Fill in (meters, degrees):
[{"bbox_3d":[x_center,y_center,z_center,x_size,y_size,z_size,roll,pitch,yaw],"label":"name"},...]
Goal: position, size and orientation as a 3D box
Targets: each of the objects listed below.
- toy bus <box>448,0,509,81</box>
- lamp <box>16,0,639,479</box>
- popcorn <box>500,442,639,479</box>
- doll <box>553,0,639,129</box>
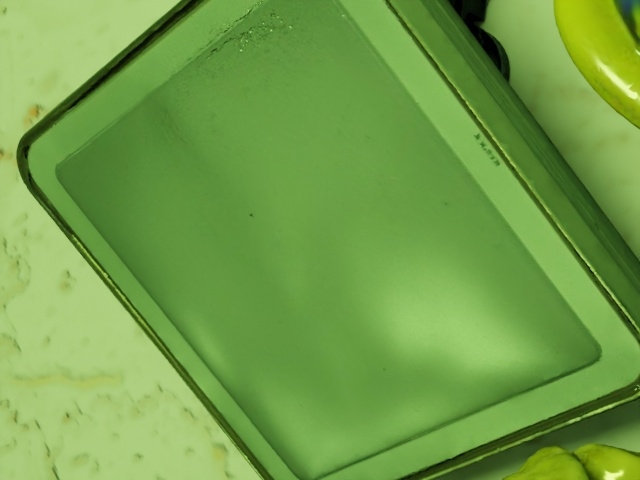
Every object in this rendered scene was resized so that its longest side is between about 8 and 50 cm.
[{"bbox_3d":[0.034,-0.196,0.785,0.133,0.125,0.292,9,90,29],"label":"toy bus"},{"bbox_3d":[0.000,0.000,0.738,0.266,0.047,0.269,-31,100,41],"label":"lamp"},{"bbox_3d":[0.097,0.194,0.701,0.203,0.200,0.226,43,143,53],"label":"popcorn"},{"bbox_3d":[0.163,-0.124,0.616,0.311,0.242,0.159,16,70,-4],"label":"doll"}]
